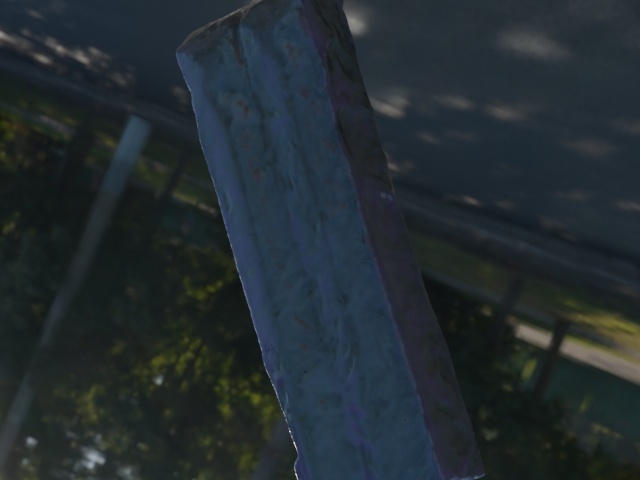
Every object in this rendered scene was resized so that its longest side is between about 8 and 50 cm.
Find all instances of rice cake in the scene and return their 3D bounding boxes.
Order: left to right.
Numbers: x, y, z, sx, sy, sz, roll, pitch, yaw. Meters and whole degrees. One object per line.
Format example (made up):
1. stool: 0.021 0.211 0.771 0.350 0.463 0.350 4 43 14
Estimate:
1. rice cake: -0.001 0.002 0.739 0.106 0.297 0.050 -21 172 35
